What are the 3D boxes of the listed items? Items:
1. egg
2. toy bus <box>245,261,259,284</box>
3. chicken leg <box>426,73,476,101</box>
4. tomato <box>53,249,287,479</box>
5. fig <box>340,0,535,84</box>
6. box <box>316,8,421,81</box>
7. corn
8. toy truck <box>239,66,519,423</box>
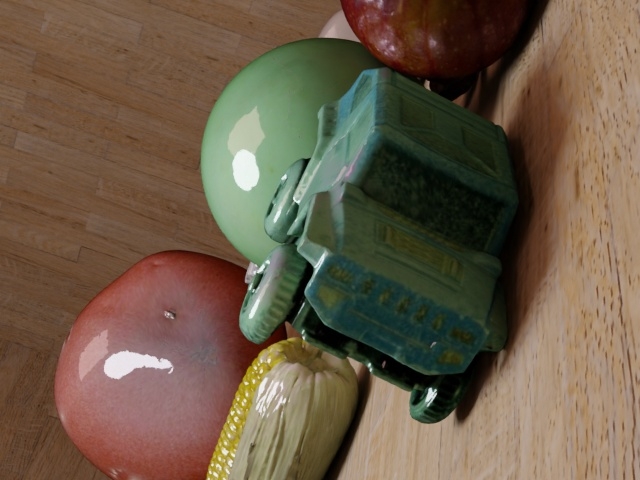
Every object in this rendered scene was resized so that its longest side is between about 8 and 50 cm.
[{"bbox_3d":[0.005,-0.070,1.199,0.269,0.220,0.220,-61,-9,-81],"label":"egg"},{"bbox_3d":[0.002,-0.028,1.518,0.142,0.142,0.202,171,117,-84],"label":"toy bus"},{"bbox_3d":[0.110,-0.243,1.365,0.322,0.083,0.177,-95,-1,-77],"label":"chicken leg"},{"bbox_3d":[-0.205,0.174,1.852,0.273,0.341,0.341,94,-169,-67],"label":"tomato"},{"bbox_3d":[0.100,-0.191,1.111,0.175,0.175,0.207,-77,-12,-50],"label":"fig"},{"bbox_3d":[0.046,-0.186,1.628,0.088,0.146,0.200,10,-82,-63],"label":"box"},{"bbox_3d":[-0.048,0.236,1.330,0.123,0.122,0.305,56,136,48],"label":"corn"},{"bbox_3d":[0.049,-0.008,0.922,0.156,0.155,0.279,-60,9,23],"label":"toy truck"}]
